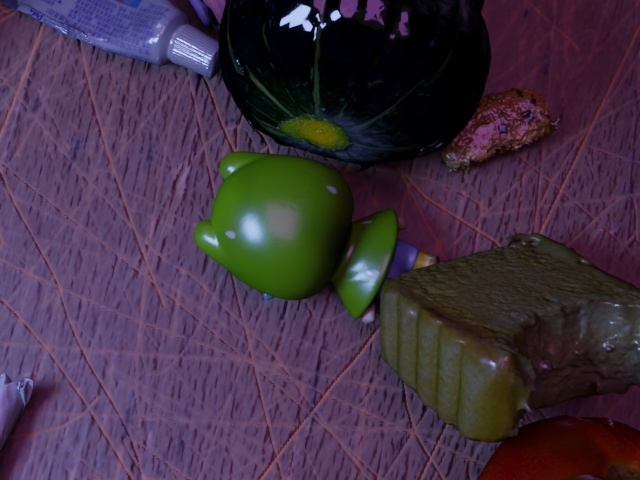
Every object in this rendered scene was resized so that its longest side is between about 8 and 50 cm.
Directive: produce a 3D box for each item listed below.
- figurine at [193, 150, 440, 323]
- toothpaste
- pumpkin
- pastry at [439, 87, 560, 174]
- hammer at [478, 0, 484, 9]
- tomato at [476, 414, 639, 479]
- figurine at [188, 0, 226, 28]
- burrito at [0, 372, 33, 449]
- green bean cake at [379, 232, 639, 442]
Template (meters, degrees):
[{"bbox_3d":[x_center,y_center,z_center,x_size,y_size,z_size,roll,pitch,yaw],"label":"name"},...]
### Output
[{"bbox_3d":[0.000,0.000,1.279,0.263,0.143,0.162,22,80,-9],"label":"figurine"},{"bbox_3d":[-0.236,-0.265,1.374,0.282,0.068,0.099,27,44,13],"label":"toothpaste"},{"bbox_3d":[0.045,-0.229,1.262,0.295,0.296,0.296,1,75,-4],"label":"pumpkin"},{"bbox_3d":[0.200,-0.132,1.363,0.140,0.056,0.080,-26,86,-10],"label":"pastry"},{"bbox_3d":[0.205,-0.323,1.434,0.065,0.021,0.178,20,75,1],"label":"hammer"},{"bbox_3d":[0.281,0.315,1.140,0.298,0.298,0.226,13,110,0],"label":"tomato"},{"bbox_3d":[-0.100,-0.317,1.337,0.114,0.126,0.157,36,109,-20],"label":"figurine"},{"bbox_3d":[-0.363,0.231,1.225,0.064,0.064,0.203,23,75,3],"label":"burrito"},{"bbox_3d":[0.202,0.102,1.199,0.236,0.233,0.124,-13,117,-26],"label":"green bean cake"}]
